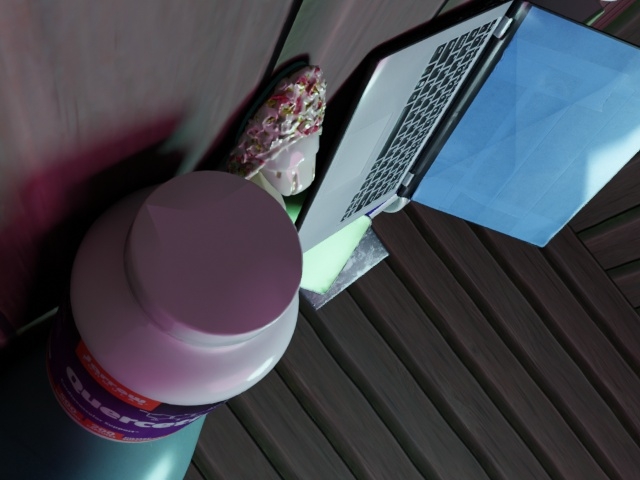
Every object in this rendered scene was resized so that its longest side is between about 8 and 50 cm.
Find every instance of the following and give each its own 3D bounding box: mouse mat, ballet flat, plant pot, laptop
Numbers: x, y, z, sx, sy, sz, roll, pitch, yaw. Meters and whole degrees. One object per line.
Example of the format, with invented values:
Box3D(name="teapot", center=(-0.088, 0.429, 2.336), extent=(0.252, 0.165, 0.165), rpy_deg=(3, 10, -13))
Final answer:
Box3D(name="mouse mat", center=(-0.020, 0.001, 1.035), extent=(0.189, 0.007, 0.153), rpy_deg=(22, 106, -40))
Box3D(name="ballet flat", center=(-0.049, -0.063, 0.621), extent=(0.091, 0.077, 0.241), rpy_deg=(-33, 174, -39))
Box3D(name="plant pot", center=(-0.263, 0.214, 0.815), extent=(0.255, 0.271, 0.271), rpy_deg=(-53, -175, -30))
Box3D(name="laptop", center=(0.206, -0.086, 0.891), extent=(0.407, 0.236, 0.382), rpy_deg=(-33, 161, -35))

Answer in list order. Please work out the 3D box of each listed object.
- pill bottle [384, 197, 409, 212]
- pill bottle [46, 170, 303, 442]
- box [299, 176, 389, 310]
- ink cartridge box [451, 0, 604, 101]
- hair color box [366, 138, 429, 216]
Box3D(name="pill bottle", center=(0.197, -0.155, 1.583), extent=(0.186, 0.112, 0.112), rpy_deg=(-38, 178, -37))
Box3D(name="pill bottle", center=(-0.135, 0.068, 0.602), extent=(0.181, 0.182, 0.323), rpy_deg=(-35, 176, -34))
Box3D(name="box", center=(0.000, 0.000, 1.121), extent=(0.158, 0.156, 0.093), rpy_deg=(-38, -149, -1))
Box3D(name="ink cartridge box", center=(0.285, -0.279, 1.003), extent=(0.154, 0.093, 0.212), rpy_deg=(-37, 178, -14))
Box3D(name="hair color box", center=(0.062, -0.081, 1.275), extent=(0.338, 0.110, 0.185), rpy_deg=(-40, 177, 17))
